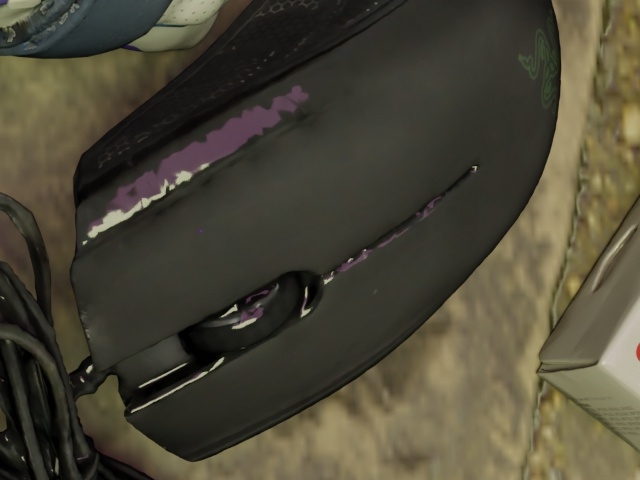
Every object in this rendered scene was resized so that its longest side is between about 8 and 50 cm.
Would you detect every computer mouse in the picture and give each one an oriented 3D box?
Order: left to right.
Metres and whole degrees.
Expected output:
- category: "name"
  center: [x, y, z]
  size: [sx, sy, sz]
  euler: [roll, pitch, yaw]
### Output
- category: "computer mouse"
  center: [0.000, 0.000, 0.511]
  size: [0.272, 0.072, 0.188]
  euler: [-49, 135, -22]

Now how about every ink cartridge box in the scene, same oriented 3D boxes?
- category: "ink cartridge box"
  center: [0.162, 0.045, 0.589]
  size: [0.135, 0.056, 0.099]
  euler: [36, 77, -9]

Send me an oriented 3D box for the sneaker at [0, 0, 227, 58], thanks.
- category: "sneaker"
  center: [-0.118, -0.064, 0.461]
  size: [0.236, 0.130, 0.323]
  euler: [30, 86, -50]
